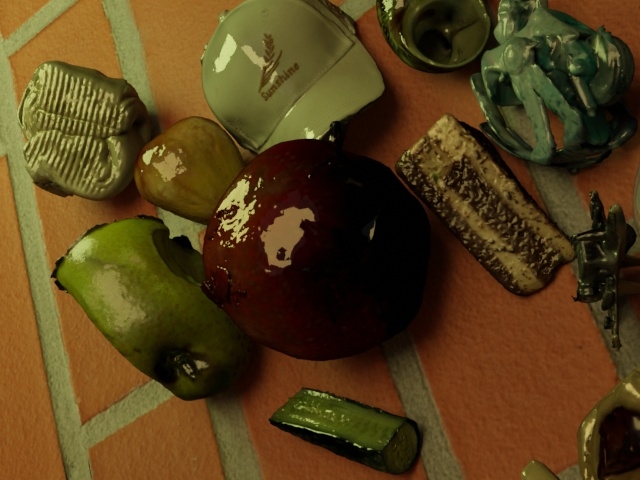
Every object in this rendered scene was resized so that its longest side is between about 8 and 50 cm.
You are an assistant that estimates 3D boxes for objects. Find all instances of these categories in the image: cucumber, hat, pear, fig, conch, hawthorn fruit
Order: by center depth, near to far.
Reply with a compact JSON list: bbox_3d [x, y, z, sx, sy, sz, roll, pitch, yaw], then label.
[{"bbox_3d":[-0.001,0.017,1.801,0.316,0.316,0.316,-15,64,33],"label":"hawthorn fruit"},{"bbox_3d":[0.032,0.253,1.828,0.211,0.062,0.078,9,44,45],"label":"cucumber"},{"bbox_3d":[0.163,-0.321,1.915,0.187,0.124,0.181,38,86,12],"label":"conch"},{"bbox_3d":[-0.217,0.100,1.957,0.164,0.238,0.255,-47,49,5],"label":"pear"},{"bbox_3d":[-0.056,-0.222,1.983,0.258,0.168,0.301,-49,36,12],"label":"hat"},{"bbox_3d":[-0.152,-0.074,2.059,0.257,0.159,0.159,37,97,18],"label":"fig"}]

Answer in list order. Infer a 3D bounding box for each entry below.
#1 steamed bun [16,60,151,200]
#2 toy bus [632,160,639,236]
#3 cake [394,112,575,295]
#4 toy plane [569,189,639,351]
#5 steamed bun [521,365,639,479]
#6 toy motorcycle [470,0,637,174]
[{"bbox_3d":[-0.379,-0.169,2.254,0.218,0.144,0.211,13,88,9],"label":"steamed bun"},{"bbox_3d":[0.454,-0.073,1.515,0.232,0.197,0.294,49,132,53],"label":"toy bus"},{"bbox_3d":[0.199,-0.049,1.764,0.112,0.135,0.246,-43,52,13],"label":"cake"},{"bbox_3d":[0.319,0.014,1.576,0.088,0.262,0.192,-10,66,16],"label":"toy plane"},{"bbox_3d":[0.341,0.344,1.477,0.247,0.189,0.428,-38,54,29],"label":"steamed bun"},{"bbox_3d":[0.286,-0.200,1.763,0.260,0.154,0.206,46,125,46],"label":"toy motorcycle"}]
